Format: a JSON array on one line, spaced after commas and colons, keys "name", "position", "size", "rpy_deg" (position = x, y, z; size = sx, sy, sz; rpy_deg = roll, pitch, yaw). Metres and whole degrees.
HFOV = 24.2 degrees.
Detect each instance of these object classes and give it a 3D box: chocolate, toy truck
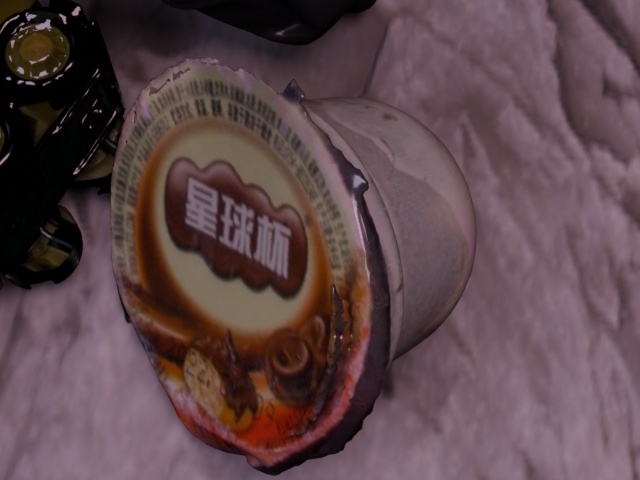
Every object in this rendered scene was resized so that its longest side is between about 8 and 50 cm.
[{"name": "chocolate", "position": [0.004, 0.007, 0.754], "size": [0.147, 0.221, 0.221], "rpy_deg": [-9, 72, -40]}, {"name": "toy truck", "position": [-0.202, -0.006, 0.736], "size": [0.127, 0.127, 0.257], "rpy_deg": [22, 69, 13]}]

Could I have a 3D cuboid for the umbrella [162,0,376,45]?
[{"name": "umbrella", "position": [-0.069, -0.166, 0.777], "size": [0.272, 0.122, 0.110], "rpy_deg": [6, 76, -47]}]
